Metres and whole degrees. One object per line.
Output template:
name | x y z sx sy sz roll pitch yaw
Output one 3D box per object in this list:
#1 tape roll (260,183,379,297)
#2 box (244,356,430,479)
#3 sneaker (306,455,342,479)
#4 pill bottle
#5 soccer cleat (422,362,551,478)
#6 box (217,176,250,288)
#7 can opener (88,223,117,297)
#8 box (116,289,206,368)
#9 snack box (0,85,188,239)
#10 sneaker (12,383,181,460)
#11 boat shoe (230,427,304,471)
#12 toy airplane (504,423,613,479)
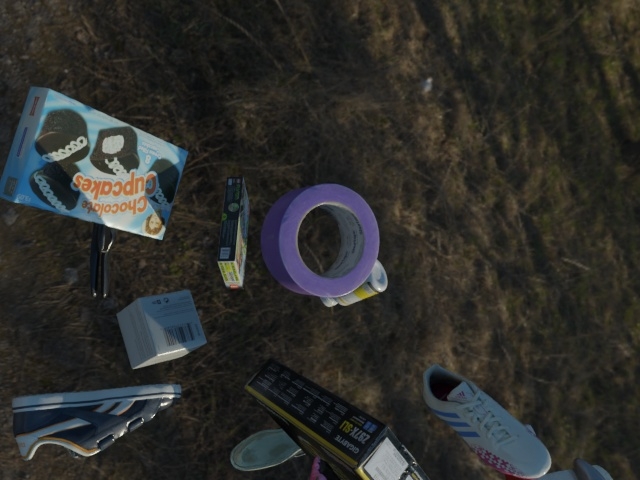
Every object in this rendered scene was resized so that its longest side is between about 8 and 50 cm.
tape roll | 0.000 0.000 1.026 0.189 0.080 0.189 0 89 -28
box | 0.044 0.335 0.958 0.079 0.322 0.257 -47 120 -19
sneaker | 0.012 0.297 0.726 0.057 0.119 0.047 19 87 -2
pill bottle | 0.088 0.123 1.711 0.103 0.184 0.103 38 39 -39
soccer cleat | 0.352 0.396 1.346 0.116 0.331 0.143 -41 137 -21
box | -0.176 -0.017 1.248 0.114 0.036 0.207 86 4 -57
can opener | -0.513 0.042 1.406 0.073 0.059 0.186 -28 128 -73
box | -0.265 0.147 1.010 0.101 0.087 0.102 -7 71 -47
snack box | -0.387 -0.123 1.080 0.322 0.060 0.187 20 86 -59
sneaker | -0.434 0.356 1.205 0.321 0.126 0.127 1 75 -31
boat shoe | -0.084 0.454 1.330 0.233 0.079 0.084 -16 51 -22
toy airplane | 0.555 0.639 1.471 0.384 0.272 0.386 41 57 -10
